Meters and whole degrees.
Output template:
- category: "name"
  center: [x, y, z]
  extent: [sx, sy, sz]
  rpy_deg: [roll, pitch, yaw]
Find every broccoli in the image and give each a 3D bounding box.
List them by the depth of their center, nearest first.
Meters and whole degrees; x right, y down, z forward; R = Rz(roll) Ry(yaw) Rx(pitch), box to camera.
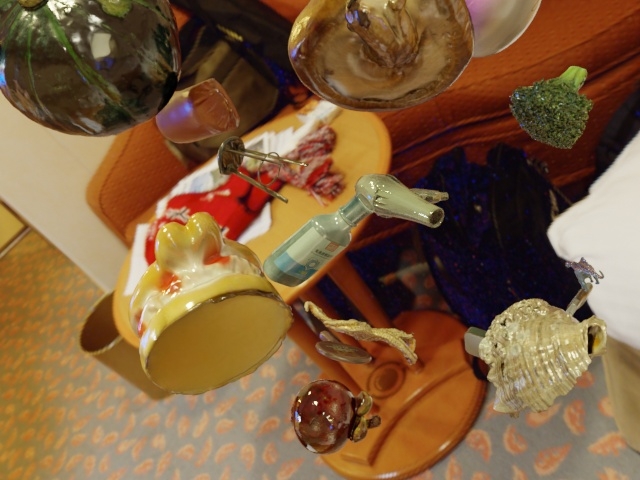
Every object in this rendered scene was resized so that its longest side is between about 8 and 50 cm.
- category: "broccoli"
  center: [0.544, -0.312, 1.519]
  extent: [0.194, 0.220, 0.194]
  rpy_deg: [-19, 42, 18]

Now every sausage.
- category: "sausage"
  center: [-0.230, -0.225, 1.207]
  extent: [0.094, 0.097, 0.348]
  rpy_deg: [-35, 19, -15]

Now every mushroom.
- category: "mushroom"
  center: [0.104, -0.344, 1.162]
  extent: [0.345, 0.345, 0.259]
  rpy_deg: [-22, 48, 23]

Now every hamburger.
- category: "hamburger"
  center: [-0.202, 0.105, 1.144]
  extent: [0.261, 0.303, 0.186]
  rpy_deg: [-26, 56, -9]

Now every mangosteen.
- category: "mangosteen"
  center: [0.045, 0.502, 1.926]
  extent: [0.257, 0.215, 0.215]
  rpy_deg: [-2, 40, 3]

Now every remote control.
- category: "remote control"
  center: [0.689, 0.163, 1.800]
  extent: [0.029, 0.065, 0.166]
  rpy_deg: [38, 35, 18]

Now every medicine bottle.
- category: "medicine bottle"
  center: [0.000, 0.000, 1.114]
  extent: [0.208, 0.090, 0.054]
  rpy_deg: [-40, 50, 24]

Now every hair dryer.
- category: "hair dryer"
  center: [0.202, -0.073, 1.365]
  extent: [0.219, 0.225, 0.088]
  rpy_deg: [-128, 48, -63]

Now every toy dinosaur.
- category: "toy dinosaur"
  center: [0.648, 0.080, 1.650]
  extent: [0.045, 0.080, 0.197]
  rpy_deg: [-31, 5, 0]

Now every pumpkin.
- category: "pumpkin"
  center: [-0.366, -0.315, 1.022]
  extent: [0.315, 0.238, 0.315]
  rpy_deg: [-3, 80, 15]

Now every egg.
- category: "egg"
  center: [0.342, -0.485, 1.348]
  extent: [0.271, 0.196, 0.196]
  rpy_deg: [-41, 17, 56]

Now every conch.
- category: "conch"
  center: [0.318, 0.167, 0.956]
  extent: [0.245, 0.163, 0.178]
  rpy_deg: [133, 155, -66]

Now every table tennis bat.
- category: "table tennis bat"
  center: [0.024, 0.258, 1.318]
  extent: [0.170, 0.107, 0.119]
  rpy_deg: [-152, 74, -70]

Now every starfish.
- category: "starfish"
  center: [0.071, 0.146, 1.135]
  extent: [0.150, 0.209, 0.053]
  rpy_deg: [94, -161, -78]

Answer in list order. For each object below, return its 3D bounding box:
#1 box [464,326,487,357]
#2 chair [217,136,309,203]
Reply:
- category: "box"
  center: [0.436, 0.273, 1.740]
  extent: [0.126, 0.091, 0.031]
  rpy_deg: [17, 50, 32]
- category: "chair"
  center: [-0.148, -0.174, 1.515]
  extent: [0.221, 0.095, 0.104]
  rpy_deg: [20, 73, 31]
